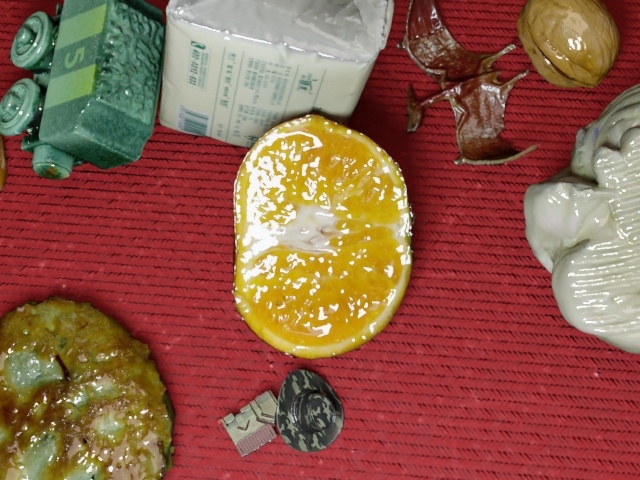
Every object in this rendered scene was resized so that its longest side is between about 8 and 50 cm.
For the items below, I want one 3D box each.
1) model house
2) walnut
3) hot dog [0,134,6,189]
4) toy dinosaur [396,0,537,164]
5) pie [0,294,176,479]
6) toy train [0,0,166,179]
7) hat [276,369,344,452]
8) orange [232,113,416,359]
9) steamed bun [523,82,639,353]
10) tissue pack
[{"bbox_3d":[-0.090,0.261,1.734,0.083,0.057,0.058,-29,67,-9],"label":"model house"},{"bbox_3d":[0.380,-0.315,1.867,0.144,0.144,0.180,-24,80,-5],"label":"walnut"},{"bbox_3d":[-0.554,-0.178,1.910,0.100,0.068,0.249,-19,70,-2],"label":"hot dog"},{"bbox_3d":[0.219,-0.261,1.874,0.207,0.113,0.327,1,69,4],"label":"toy dinosaur"},{"bbox_3d":[-0.358,0.245,1.731,0.288,0.103,0.354,-30,67,-7],"label":"pie"},{"bbox_3d":[-0.356,-0.242,1.828,0.238,0.167,0.299,-12,65,39],"label":"toy train"},{"bbox_3d":[-0.010,0.239,1.722,0.121,0.050,0.121,6,79,-31],"label":"hat"},{"bbox_3d":[-0.004,0.001,1.718,0.274,0.274,0.310,-9,70,0],"label":"orange"},{"bbox_3d":[0.463,-0.027,1.714,0.339,0.247,0.352,-31,88,10],"label":"steamed bun"},{"bbox_3d":[-0.070,-0.277,1.733,0.297,0.380,0.207,13,71,-7],"label":"tissue pack"}]
